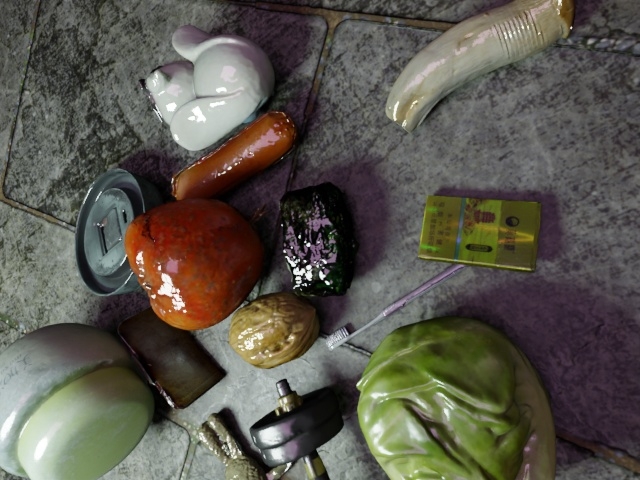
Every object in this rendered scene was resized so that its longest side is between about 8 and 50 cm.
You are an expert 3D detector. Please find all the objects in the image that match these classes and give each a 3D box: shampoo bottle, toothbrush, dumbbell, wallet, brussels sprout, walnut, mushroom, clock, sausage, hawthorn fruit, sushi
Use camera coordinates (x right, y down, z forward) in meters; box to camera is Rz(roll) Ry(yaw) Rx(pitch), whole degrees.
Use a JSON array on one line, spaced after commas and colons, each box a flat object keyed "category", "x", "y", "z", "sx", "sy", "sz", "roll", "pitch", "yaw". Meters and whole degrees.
[{"category": "shampoo bottle", "x": -0.565, "y": 0.357, "z": 0.969, "sx": 0.317, "sy": 0.322, "sz": 0.322, "roll": 30, "pitch": 101, "yaw": 32}, {"category": "toothbrush", "x": 0.150, "y": 0.119, "z": 0.834, "sx": 0.354, "sy": 0.024, "sz": 0.029, "roll": -36, "pitch": 78, "yaw": 18}, {"category": "dumbbell", "x": -0.002, "y": 0.450, "z": 0.810, "sx": 0.185, "sy": 0.185, "sz": 0.388, "roll": -28, "pitch": 79, "yaw": 20}, {"category": "wallet", "x": -0.353, "y": 0.261, "z": 0.990, "sx": 0.255, "sy": 0.137, "sz": 0.031, "roll": 44, "pitch": 137, "yaw": 17}, {"category": "brussels sprout", "x": 0.209, "y": 0.284, "z": 0.696, "sx": 0.328, "sy": 0.247, "sz": 0.327, "roll": -1, "pitch": 87, "yaw": 26}, {"category": "walnut", "x": -0.089, "y": 0.176, "z": 0.865, "sx": 0.184, "sy": 0.155, "sz": 0.155, "roll": -24, "pitch": 81, "yaw": 16}, {"category": "mushroom", "x": 0.267, "y": -0.324, "z": 0.754, "sx": 0.351, "sy": 0.095, "sz": 0.122, "roll": -30, "pitch": 97, "yaw": 21}, {"category": "clock", "x": -0.495, "y": -0.019, "z": 1.044, "sx": 0.313, "sy": 0.061, "sz": 0.312, "roll": -5, "pitch": 81, "yaw": 34}, {"category": "sausage", "x": -0.187, "y": -0.167, "z": 0.936, "sx": 0.330, "sy": 0.102, "sz": 0.102, "roll": -27, "pitch": 80, "yaw": 19}, {"category": "hawthorn fruit", "x": -0.227, "y": 0.023, "z": 0.882, "sx": 0.308, "sy": 0.276, "sz": 0.276, "roll": -33, "pitch": 76, "yaw": -16}, {"category": "sushi", "x": 0.000, "y": 0.000, "z": 0.842, "sx": 0.127, "sy": 0.124, "sz": 0.224, "roll": -8, "pitch": 86, "yaw": 22}]

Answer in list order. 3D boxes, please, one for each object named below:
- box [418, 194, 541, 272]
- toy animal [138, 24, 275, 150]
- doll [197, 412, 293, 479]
[{"category": "box", "x": 0.281, "y": -0.014, "z": 0.764, "sx": 0.193, "sy": 0.030, "sz": 0.121, "roll": 6, "pitch": 78, "yaw": 23}, {"category": "toy animal", "x": -0.241, "y": -0.339, "z": 0.916, "sx": 0.289, "sy": 0.174, "sz": 0.249, "roll": -29, "pitch": 80, "yaw": 21}, {"category": "doll", "x": -0.169, "y": 0.525, "z": 0.932, "sx": 0.286, "sy": 0.091, "sz": 0.202, "roll": 22, "pitch": 65, "yaw": 10}]
